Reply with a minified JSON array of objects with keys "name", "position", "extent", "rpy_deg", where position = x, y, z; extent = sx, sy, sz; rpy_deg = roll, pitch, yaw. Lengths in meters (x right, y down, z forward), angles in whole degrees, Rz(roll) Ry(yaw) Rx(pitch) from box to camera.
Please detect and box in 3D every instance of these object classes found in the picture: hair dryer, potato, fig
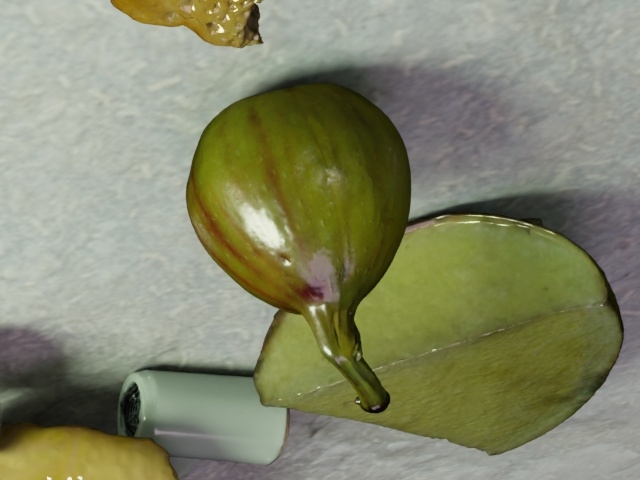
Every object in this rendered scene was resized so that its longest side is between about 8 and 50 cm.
[{"name":"hair dryer","position":[-0.134,0.179,1.429],"extent":[0.131,0.073,0.236],"rpy_deg":[7,152,-26]},{"name":"potato","position":[0.106,0.087,1.315],"extent":[0.269,0.112,0.255],"rpy_deg":[-16,152,10]},{"name":"fig","position":[-0.015,-0.005,1.058],"extent":[0.142,0.186,0.148],"rpy_deg":[4,147,-10]}]

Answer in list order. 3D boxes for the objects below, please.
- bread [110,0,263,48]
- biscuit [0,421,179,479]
[{"name":"bread","position":[0.022,-0.229,0.781],"extent":[0.185,0.109,0.380],"rpy_deg":[13,142,-14]},{"name":"biscuit","position":[-0.210,0.227,1.373],"extent":[0.213,0.091,0.274],"rpy_deg":[9,157,6]}]
